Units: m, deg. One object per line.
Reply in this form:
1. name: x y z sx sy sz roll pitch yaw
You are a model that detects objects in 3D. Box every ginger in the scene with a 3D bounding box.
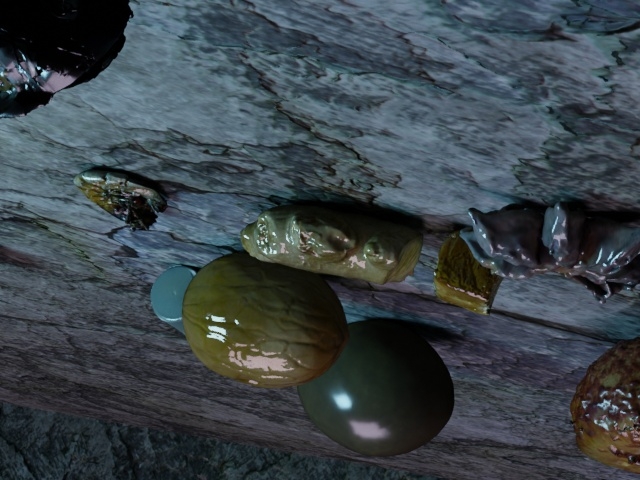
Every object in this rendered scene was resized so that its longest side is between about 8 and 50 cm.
1. ginger: 0.000 -0.001 1.664 0.213 0.074 0.137 14 167 22

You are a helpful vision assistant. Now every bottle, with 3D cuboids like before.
1. bottle: -0.137 0.111 2.198 0.082 0.082 0.286 6 164 25

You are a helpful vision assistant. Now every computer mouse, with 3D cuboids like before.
1. computer mouse: -0.237 -0.161 1.155 0.241 0.146 0.077 4 136 35

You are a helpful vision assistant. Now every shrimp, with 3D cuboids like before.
1. shrimp: -0.207 -0.040 1.765 0.091 0.034 0.161 6 164 23

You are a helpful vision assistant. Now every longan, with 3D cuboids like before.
1. longan: 0.073 0.195 2.133 0.212 0.198 0.198 24 171 21

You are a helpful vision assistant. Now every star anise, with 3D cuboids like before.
1. star anise: 0.232 0.008 1.496 0.208 0.063 0.172 15 164 -9

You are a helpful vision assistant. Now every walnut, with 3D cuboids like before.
1. walnut: -0.066 0.097 1.924 0.207 0.167 0.167 13 166 7

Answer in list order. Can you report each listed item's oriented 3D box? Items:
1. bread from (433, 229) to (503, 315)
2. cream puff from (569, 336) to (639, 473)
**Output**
1. bread: 0.155 0.028 1.632 0.070 0.077 0.083 23 168 9
2. cream puff: 0.406 0.194 1.875 0.240 0.164 0.240 0 158 0
